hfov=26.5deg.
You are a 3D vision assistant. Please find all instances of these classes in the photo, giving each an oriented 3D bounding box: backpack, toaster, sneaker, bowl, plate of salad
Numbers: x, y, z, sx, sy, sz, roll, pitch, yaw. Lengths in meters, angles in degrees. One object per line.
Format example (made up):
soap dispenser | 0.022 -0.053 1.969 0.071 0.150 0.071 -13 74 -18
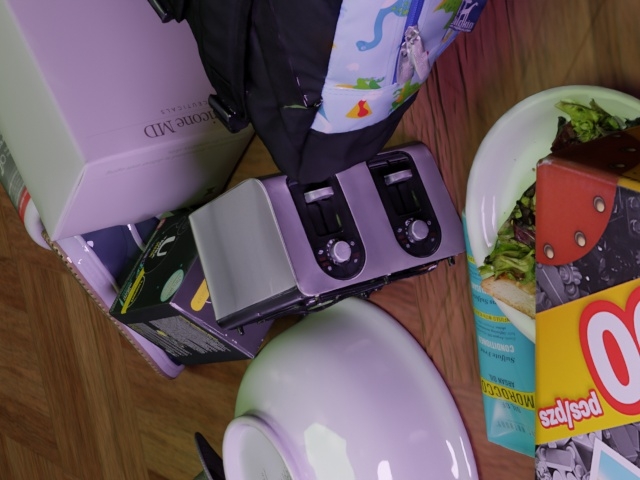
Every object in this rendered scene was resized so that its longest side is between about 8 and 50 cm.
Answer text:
backpack | 0.010 -0.259 0.912 0.290 0.273 0.355 60 169 25
toaster | 0.000 0.000 1.107 0.186 0.168 0.110 -26 80 58
sneaker | -0.176 0.035 1.493 0.099 0.153 0.282 40 167 39
bowl | 0.002 0.208 1.238 0.298 0.134 0.297 34 133 47
plate of salad | 0.174 -0.003 0.901 0.200 0.048 0.199 16 115 38

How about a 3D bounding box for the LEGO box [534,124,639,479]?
LEGO box | 0.335 0.169 0.621 0.500 0.193 0.372 25 125 51

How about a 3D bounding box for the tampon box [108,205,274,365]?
tampon box | -0.111 0.043 1.318 0.101 0.120 0.161 36 157 -21

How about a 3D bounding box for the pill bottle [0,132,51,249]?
pill bottle | -0.313 -0.140 1.542 0.283 0.161 0.161 56 145 27

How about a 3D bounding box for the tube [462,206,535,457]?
tube | 0.145 0.071 1.027 0.080 0.052 0.207 19 124 54

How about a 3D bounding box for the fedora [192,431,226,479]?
fedora | -0.097 0.340 1.366 0.275 0.124 0.243 56 178 -31

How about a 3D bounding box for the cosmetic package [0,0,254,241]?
cosmetic package | -0.239 -0.203 1.361 0.365 0.197 0.155 60 146 18
